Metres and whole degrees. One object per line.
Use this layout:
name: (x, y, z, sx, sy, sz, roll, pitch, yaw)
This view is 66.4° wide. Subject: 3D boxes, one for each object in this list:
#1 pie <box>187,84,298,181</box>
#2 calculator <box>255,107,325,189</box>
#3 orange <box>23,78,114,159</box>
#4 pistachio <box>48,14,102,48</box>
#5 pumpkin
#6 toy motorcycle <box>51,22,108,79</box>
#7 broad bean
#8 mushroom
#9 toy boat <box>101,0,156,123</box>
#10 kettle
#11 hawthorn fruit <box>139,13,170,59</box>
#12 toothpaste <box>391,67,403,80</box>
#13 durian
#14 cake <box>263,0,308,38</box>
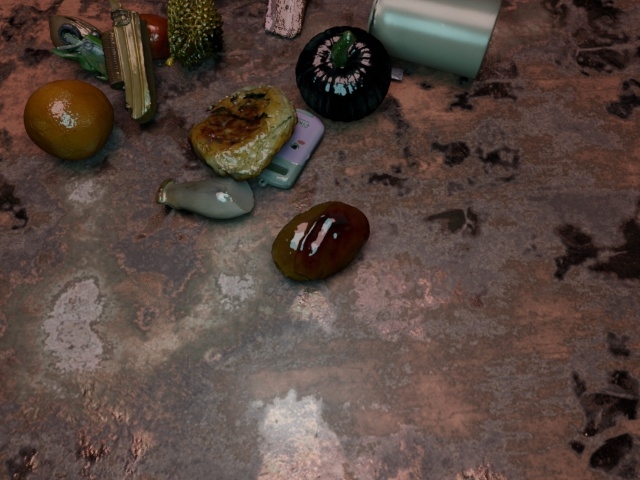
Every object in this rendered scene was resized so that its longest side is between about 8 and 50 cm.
pie: (-0.187, -0.279, 1.195, 0.307, 0.086, 0.309, -10, 51, 12)
calculator: (-0.090, -0.233, 1.238, 0.141, 0.045, 0.246, 26, 69, 12)
orange: (-0.604, -0.293, 1.187, 0.205, 0.206, 0.206, 0, 65, 0)
pistachio: (-0.676, -0.568, 1.358, 0.149, 0.113, 0.113, 9, 66, 6)
pumpkin: (0.055, -0.433, 1.221, 0.247, 0.248, 0.248, 0, 65, 0)
toy motorcycle: (-0.612, -0.497, 1.316, 0.190, 0.106, 0.074, 25, 36, -25)
broad bean: (0.001, 0.002, 1.090, 0.228, 0.122, 0.156, -33, 95, -7)
mushroom: (-0.275, -0.099, 1.159, 0.224, 0.093, 0.116, -6, 48, 7)
toy boat: (-0.498, -0.460, 1.265, 0.115, 0.089, 0.311, -7, 94, -1)
kettle: (0.305, -0.595, 1.320, 0.317, 0.205, 0.265, 16, 69, 10)
hawthorn fruit: (-0.464, -0.561, 1.353, 0.127, 0.128, 0.128, 0, 65, 0)
toothpaste: (0.145, -0.472, 1.356, 0.169, 0.028, 0.045, 9, 59, 2)
durian: (-0.334, -0.551, 1.306, 0.137, 0.193, 0.238, 14, 73, -3)
cake: (-0.089, -0.729, 1.455, 0.115, 0.113, 0.296, 10, 79, 6)
